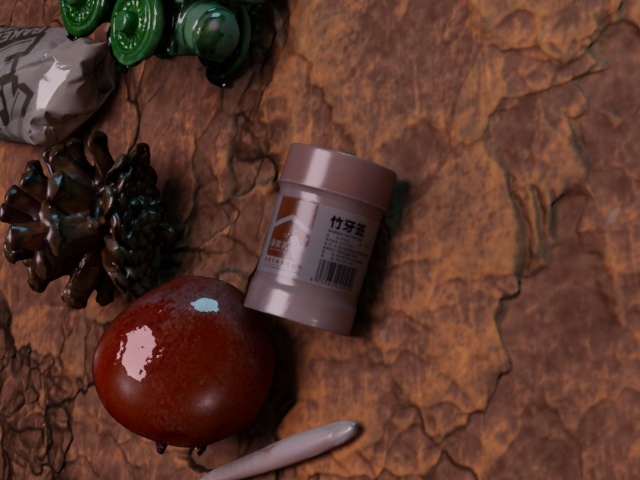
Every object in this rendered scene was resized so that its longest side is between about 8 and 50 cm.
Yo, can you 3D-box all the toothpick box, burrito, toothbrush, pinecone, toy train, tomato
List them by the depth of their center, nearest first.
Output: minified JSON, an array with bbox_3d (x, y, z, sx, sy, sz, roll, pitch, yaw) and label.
[{"bbox_3d":[0.000,0.000,1.350,0.098,0.098,0.149,13,86,49],"label":"toothpick box"},{"bbox_3d":[-0.120,0.106,1.395,0.167,0.167,0.167,-20,61,41],"label":"tomato"},{"bbox_3d":[-0.081,0.208,1.409,0.307,0.029,0.025,-26,50,38],"label":"toothbrush"},{"bbox_3d":[-0.158,-0.274,1.575,0.266,0.145,0.202,31,110,48],"label":"toy train"},{"bbox_3d":[-0.239,-0.019,1.578,0.195,0.150,0.179,-7,77,49],"label":"pinecone"},{"bbox_3d":[-0.398,-0.192,1.851,0.445,0.101,0.139,12,90,47],"label":"burrito"}]
